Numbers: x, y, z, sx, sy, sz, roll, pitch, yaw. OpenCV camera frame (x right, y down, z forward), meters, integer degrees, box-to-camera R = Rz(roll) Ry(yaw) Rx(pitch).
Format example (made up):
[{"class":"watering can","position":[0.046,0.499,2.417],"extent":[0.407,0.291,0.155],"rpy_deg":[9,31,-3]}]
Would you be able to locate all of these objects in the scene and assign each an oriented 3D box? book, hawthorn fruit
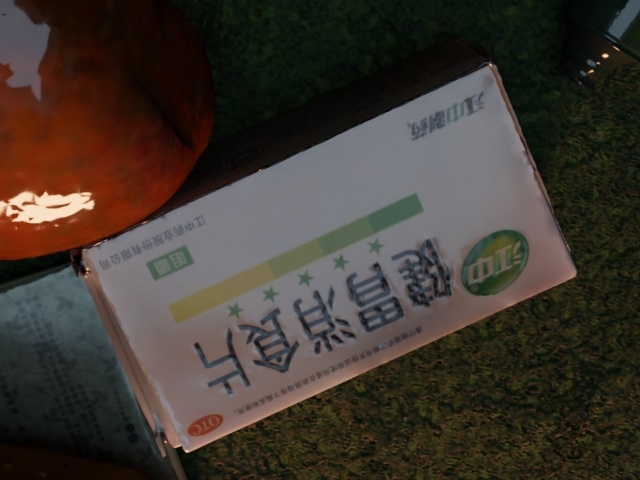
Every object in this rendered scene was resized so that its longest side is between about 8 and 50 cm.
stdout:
[{"class":"book","position":[-0.309,0.182,1.058],"extent":[0.379,0.031,0.264],"rpy_deg":[-19,107,0]},{"class":"hawthorn fruit","position":[-0.236,-0.102,0.864],"extent":[0.307,0.276,0.276],"rpy_deg":[-27,107,6]}]

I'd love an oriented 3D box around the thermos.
[{"class":"thermos","position":[0.238,-0.198,0.984],"extent":[0.073,0.083,0.188],"rpy_deg":[34,103,9]}]

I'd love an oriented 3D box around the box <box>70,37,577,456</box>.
[{"class":"box","position":[-0.002,0.001,0.975],"extent":[0.333,0.145,0.173],"rpy_deg":[-24,105,1]}]

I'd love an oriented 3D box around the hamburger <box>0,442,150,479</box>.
[{"class":"hamburger","position":[-0.221,0.236,0.985],"extent":[0.283,0.156,0.144],"rpy_deg":[7,106,-5]}]
